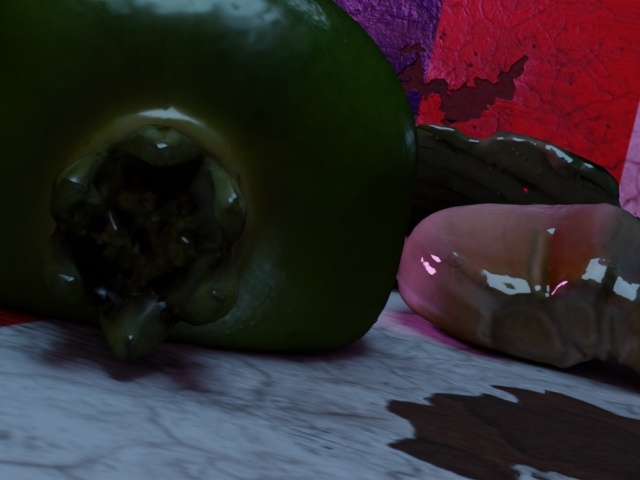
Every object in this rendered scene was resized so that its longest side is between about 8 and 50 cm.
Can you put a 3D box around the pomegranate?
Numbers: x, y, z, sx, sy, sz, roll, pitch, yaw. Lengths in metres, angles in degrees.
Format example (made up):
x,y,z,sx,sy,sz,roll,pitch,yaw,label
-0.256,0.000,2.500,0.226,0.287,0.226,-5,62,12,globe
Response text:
x,y,z,sx,sy,sz,roll,pitch,yaw,label
-0.085,-0.065,0.753,0.309,0.216,0.358,15,7,-9,pomegranate

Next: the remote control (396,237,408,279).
x,y,z,sx,sy,sz,roll,pitch,yaw,label
0.001,-0.001,1.079,0.230,0.049,0.090,18,0,-37,remote control

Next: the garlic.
x,y,z,sx,sy,sz,roll,pitch,yaw,label
0.165,0.024,0.964,0.217,0.110,0.228,10,6,7,garlic

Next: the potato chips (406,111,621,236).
x,y,z,sx,sy,sz,roll,pitch,yaw,label
0.113,-0.020,1.231,0.389,0.097,0.373,13,-10,20,potato chips
